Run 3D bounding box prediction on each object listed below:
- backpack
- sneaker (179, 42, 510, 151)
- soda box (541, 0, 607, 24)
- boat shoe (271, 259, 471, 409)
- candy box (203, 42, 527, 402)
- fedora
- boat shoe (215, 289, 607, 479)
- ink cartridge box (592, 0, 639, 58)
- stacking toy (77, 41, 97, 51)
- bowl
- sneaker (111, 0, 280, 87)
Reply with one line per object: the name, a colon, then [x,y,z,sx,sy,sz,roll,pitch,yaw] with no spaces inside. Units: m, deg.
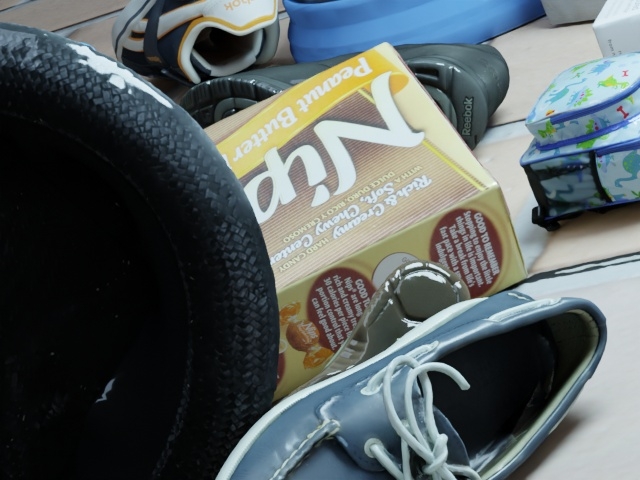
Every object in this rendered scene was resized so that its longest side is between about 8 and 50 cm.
backpack: [0.190,-0.068,1.147,0.114,0.084,0.105,-7,27,34]
sneaker: [0.020,-0.100,1.439,0.286,0.109,0.130,-1,21,30]
soda box: [0.299,-0.248,1.479,0.286,0.098,0.091,-2,30,49]
boat shoe: [0.017,0.098,0.954,0.190,0.068,0.072,-48,-13,-27]
candy box: [-0.055,0.014,1.135,0.316,0.087,0.183,-25,40,-5]
fedora: [-0.166,0.043,0.940,0.334,0.334,0.152,-20,10,13]
boat shoe: [0.046,0.098,0.864,0.254,0.095,0.079,-28,6,-40]
ink cartridge box: [0.303,-0.164,1.277,0.191,0.082,0.139,-16,20,27]
stacking toy: [-0.184,-0.039,1.457,0.175,0.166,0.302,-21,27,-27]
bowl: [0.141,-0.279,1.790,0.391,0.077,0.391,-22,19,8]
sneaker: [-0.130,-0.211,1.886,0.126,0.127,0.321,-25,-7,-20]
